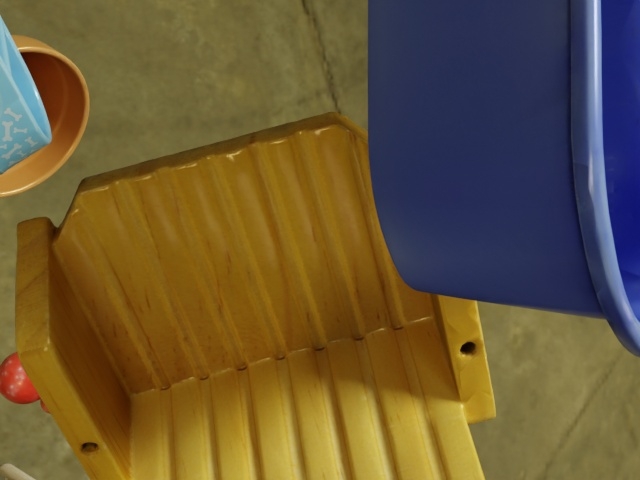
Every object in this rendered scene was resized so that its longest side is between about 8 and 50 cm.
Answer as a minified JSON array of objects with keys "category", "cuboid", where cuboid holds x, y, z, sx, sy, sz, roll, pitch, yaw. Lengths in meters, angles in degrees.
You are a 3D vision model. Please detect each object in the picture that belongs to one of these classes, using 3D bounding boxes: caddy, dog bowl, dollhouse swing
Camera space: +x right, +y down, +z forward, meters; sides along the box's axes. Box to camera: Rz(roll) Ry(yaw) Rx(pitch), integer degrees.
[{"category":"caddy","cuboid":[0.159,-0.105,0.495,0.241,0.179,0.342,1,89,-54]},{"category":"dog bowl","cuboid":[-0.397,-0.213,0.984,0.074,0.166,0.297,-21,139,-6]},{"category":"dollhouse swing","cuboid":[-0.038,0.131,0.643,0.305,0.346,0.315,-99,174,-56]}]

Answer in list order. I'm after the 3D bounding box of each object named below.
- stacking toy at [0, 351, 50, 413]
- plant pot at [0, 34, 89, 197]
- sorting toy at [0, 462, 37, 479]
[{"category":"stacking toy","cuboid":[-0.392,0.270,1.472,0.330,0.141,0.141,27,73,-27]},{"category":"plant pot","cuboid":[-0.586,-0.249,1.490,0.291,0.203,0.291,-37,150,-26]},{"category":"sorting toy","cuboid":[-0.523,0.492,1.606,0.193,0.208,0.038,34,63,-3]}]
